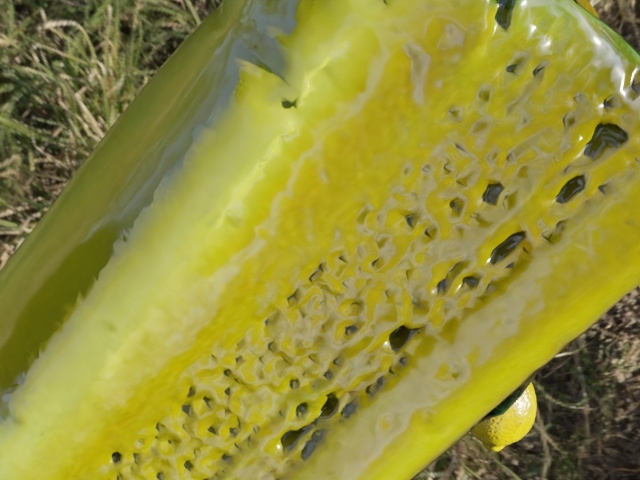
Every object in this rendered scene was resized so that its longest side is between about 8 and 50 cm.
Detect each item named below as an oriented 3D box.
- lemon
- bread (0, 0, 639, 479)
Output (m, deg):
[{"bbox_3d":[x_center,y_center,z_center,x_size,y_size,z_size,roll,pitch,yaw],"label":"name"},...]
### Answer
[{"bbox_3d":[0.149,0.139,0.656,0.062,0.062,0.083,3,103,6],"label":"lemon"},{"bbox_3d":[0.000,0.000,0.429,0.251,0.208,0.376,36,111,-21],"label":"bread"}]
